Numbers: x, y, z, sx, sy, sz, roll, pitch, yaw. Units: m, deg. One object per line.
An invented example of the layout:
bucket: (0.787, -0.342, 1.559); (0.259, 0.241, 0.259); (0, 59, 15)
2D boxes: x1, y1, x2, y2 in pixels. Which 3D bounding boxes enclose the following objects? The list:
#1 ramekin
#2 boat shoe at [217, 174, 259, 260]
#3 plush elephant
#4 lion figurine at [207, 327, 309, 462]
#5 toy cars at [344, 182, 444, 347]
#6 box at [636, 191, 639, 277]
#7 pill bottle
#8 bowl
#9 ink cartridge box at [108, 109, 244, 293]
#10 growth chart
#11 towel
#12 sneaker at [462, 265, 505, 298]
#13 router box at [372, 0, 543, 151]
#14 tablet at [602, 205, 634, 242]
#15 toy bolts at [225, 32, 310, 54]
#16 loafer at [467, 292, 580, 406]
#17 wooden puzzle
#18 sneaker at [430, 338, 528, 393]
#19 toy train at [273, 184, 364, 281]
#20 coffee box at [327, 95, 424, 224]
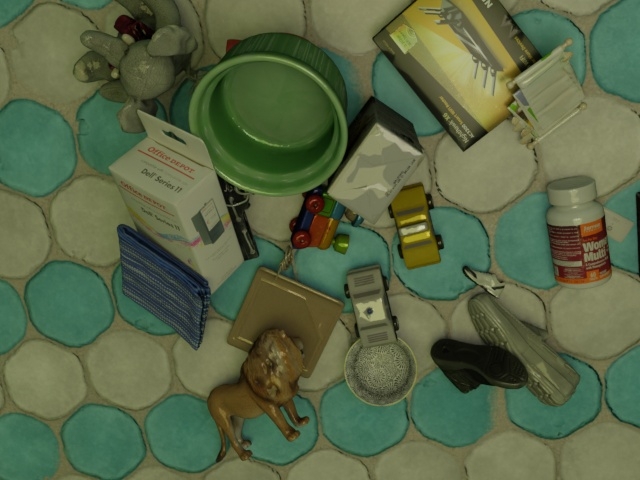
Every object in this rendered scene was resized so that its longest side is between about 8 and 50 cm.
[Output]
ramekin: (-0.089, -0.249, 1.537); (0.303, 0.148, 0.304); (5, 129, 6)
boat shoe: (-0.200, -0.091, 1.776); (0.104, 0.113, 0.307); (-9, 109, 2)
plush elephant: (-0.374, -0.376, 1.628); (0.330, 0.255, 0.272); (30, 108, -4)
lion figurine: (-0.171, 0.376, 1.888); (0.392, 0.142, 0.240); (-32, 92, 28)
toy cars: (0.159, 0.063, 1.765); (0.176, 0.087, 0.394); (28, 100, 7)
box: (0.769, 0.004, 1.665); (0.168, 0.167, 0.203); (-6, 107, 8)
pill bottle: (0.551, -0.017, 1.708); (0.121, 0.121, 0.221); (-10, 106, 9)
bowl: (0.144, 0.297, 1.863); (0.170, 0.080, 0.170); (0, 88, 11)
ink cartridge box: (-0.298, -0.074, 1.625); (0.207, 0.119, 0.354); (27, 148, 30)
growth chart: (0.458, -0.286, 1.617); (0.172, 0.021, 0.237); (-32, 142, 9)
towel: (-0.354, 0.113, 1.767); (0.243, 0.040, 0.336); (35, 150, 9)
sneaker: (0.371, 0.086, 1.809); (0.109, 0.040, 0.044); (34, 92, -8)
router box: (0.295, -0.379, 1.644); (0.243, 0.081, 0.309); (-39, 99, 16)
tablet: (0.641, -0.035, 1.752); (0.083, 0.006, 0.054); (28, 108, -2)
toy bolts: (-0.111, -0.319, 1.637); (0.228, 0.218, 0.159); (10, 83, 10)
loafer: (0.464, 0.235, 1.817); (0.111, 0.112, 0.319); (-43, 95, -21)
wooden puzzle: (-0.083, 0.194, 1.890); (0.220, 0.044, 0.239); (24, 114, -2)
sneaker: (0.371, 0.299, 1.814); (0.227, 0.087, 0.130); (9, 148, 33)
toy train: (0.000, 0.000, 1.794); (0.143, 0.105, 0.248); (16, 109, -13)
coffee box: (0.106, -0.172, 1.615); (0.118, 0.297, 0.168); (33, 107, -10)
